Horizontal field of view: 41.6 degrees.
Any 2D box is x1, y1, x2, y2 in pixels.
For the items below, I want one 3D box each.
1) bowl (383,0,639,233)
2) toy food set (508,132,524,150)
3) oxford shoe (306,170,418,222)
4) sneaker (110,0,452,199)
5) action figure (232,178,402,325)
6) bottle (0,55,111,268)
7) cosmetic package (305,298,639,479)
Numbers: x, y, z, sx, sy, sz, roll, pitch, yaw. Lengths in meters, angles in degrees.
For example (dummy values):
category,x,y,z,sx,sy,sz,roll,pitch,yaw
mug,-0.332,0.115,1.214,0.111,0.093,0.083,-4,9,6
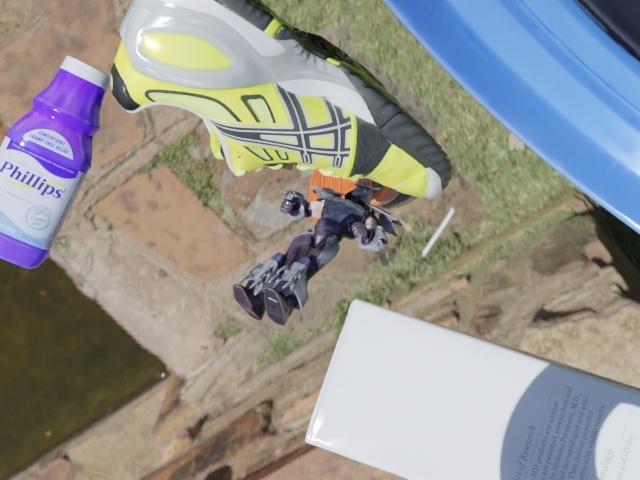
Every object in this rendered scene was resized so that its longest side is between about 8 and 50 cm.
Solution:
category,x,y,z,sx,sy,sz,roll,pitch,yaw
bowl,0.154,-0.060,0.272,0.391,0.391,0.077,38,92,-17
toy food set,0.435,-0.226,1.522,0.192,0.038,0.132,-1,124,23
oxford shoe,0.087,-0.091,1.615,0.132,0.363,0.130,6,85,-28
sneaker,-0.030,-0.128,0.835,0.384,0.145,0.147,28,107,-30
action figure,0.000,0.000,1.232,0.185,0.285,0.099,15,141,38
bottle,-0.371,-0.108,1.138,0.118,0.092,0.283,26,91,-15
cosmetic package,0.197,0.192,0.860,0.385,0.217,0.156,16,84,13
